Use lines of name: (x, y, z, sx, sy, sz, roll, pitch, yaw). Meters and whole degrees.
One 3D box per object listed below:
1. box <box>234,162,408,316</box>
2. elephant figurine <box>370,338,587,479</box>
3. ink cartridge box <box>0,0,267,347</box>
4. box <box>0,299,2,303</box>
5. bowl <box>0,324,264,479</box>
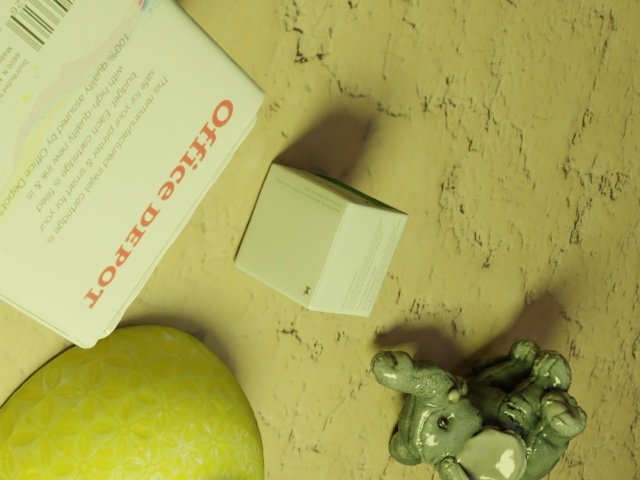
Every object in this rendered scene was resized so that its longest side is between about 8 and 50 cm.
box: (0.000, 0.000, 1.207, 0.087, 0.101, 0.102, 9, 105, -50)
elephant figurine: (0.146, 0.199, 1.486, 0.239, 0.186, 0.169, -13, 166, -31)
ink cartridge box: (-0.206, -0.097, 0.891, 0.226, 0.131, 0.306, -55, 143, -7)
box: (-0.363, 0.129, 0.921, 0.201, 0.057, 0.293, 27, 93, -50)
bowl: (-0.141, 0.232, 1.158, 0.289, 0.156, 0.289, -28, 133, -35)
